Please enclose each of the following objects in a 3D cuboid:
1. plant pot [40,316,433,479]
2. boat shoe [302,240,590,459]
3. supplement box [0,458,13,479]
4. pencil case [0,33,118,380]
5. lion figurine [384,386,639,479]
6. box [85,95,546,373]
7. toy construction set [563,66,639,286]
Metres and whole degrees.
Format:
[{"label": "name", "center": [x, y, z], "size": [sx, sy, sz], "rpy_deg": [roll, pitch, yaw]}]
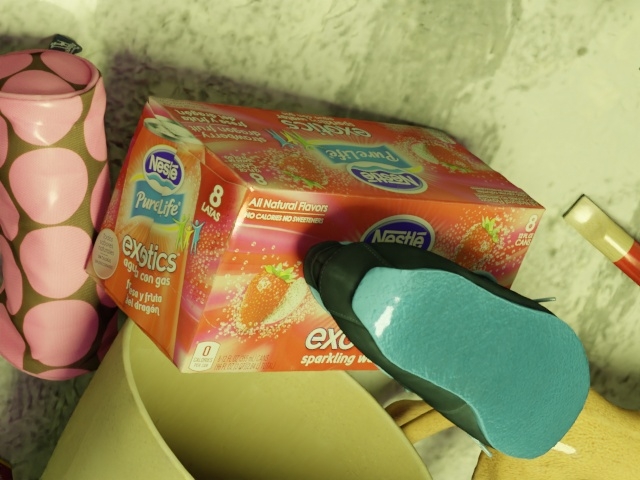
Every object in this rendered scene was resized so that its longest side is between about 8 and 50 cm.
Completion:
[{"label": "plant pot", "center": [-0.097, 0.218, 1.179], "size": [0.256, 0.256, 0.274], "rpy_deg": [28, 115, -27]}, {"label": "boat shoe", "center": [0.083, 0.052, 1.095], "size": [0.109, 0.089, 0.258], "rpy_deg": [-54, 140, -7]}, {"label": "supplement box", "center": [-0.239, 0.183, 1.229], "size": [0.043, 0.083, 0.055], "rpy_deg": [36, 103, -25]}, {"label": "pencil case", "center": [-0.177, -0.018, 1.144], "size": [0.095, 0.098, 0.209], "rpy_deg": [-37, 135, -51]}, {"label": "lion figurine", "center": [0.214, 0.157, 1.273], "size": [0.392, 0.142, 0.240], "rpy_deg": [7, 151, -26]}, {"label": "box", "center": [0.000, 0.000, 1.140], "size": [0.257, 0.122, 0.128], "rpy_deg": [4, 116, -42]}, {"label": "toy construction set", "center": [0.280, -0.081, 1.208], "size": [0.237, 0.257, 0.309], "rpy_deg": [39, 124, -11]}]
